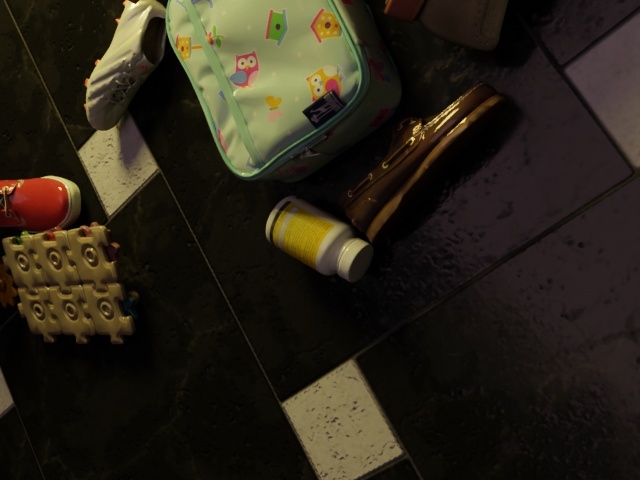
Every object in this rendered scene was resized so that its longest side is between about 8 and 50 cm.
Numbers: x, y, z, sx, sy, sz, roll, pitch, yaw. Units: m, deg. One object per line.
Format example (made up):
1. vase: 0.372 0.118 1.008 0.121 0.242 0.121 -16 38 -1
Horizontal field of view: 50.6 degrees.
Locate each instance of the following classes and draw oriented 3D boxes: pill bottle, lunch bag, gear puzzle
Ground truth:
1. pill bottle: 0.000 0.000 0.766 0.116 0.065 0.065 29 106 28
2. lunch bag: -0.052 -0.209 0.767 0.224 0.108 0.279 -30 76 28
3. gear puzzle: -0.399 0.066 1.020 0.339 0.044 0.175 -5 104 34

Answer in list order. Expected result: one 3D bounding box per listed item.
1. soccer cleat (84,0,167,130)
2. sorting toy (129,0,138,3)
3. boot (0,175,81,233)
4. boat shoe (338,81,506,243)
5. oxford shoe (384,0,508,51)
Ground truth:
1. soccer cleat: -0.262 -0.234 0.922 0.076 0.068 0.196 32 105 24
2. sorting toy: -0.162 -0.454 0.849 0.307 0.041 0.229 -38 76 16
3. boot: -0.492 -0.053 1.002 0.244 0.176 0.088 -2 89 30
4. boat shoe: 0.096 -0.089 0.700 0.207 0.073 0.073 -46 71 24
5. oxford shoe: 0.191 -0.347 0.635 0.130 0.123 0.348 27 102 -4
